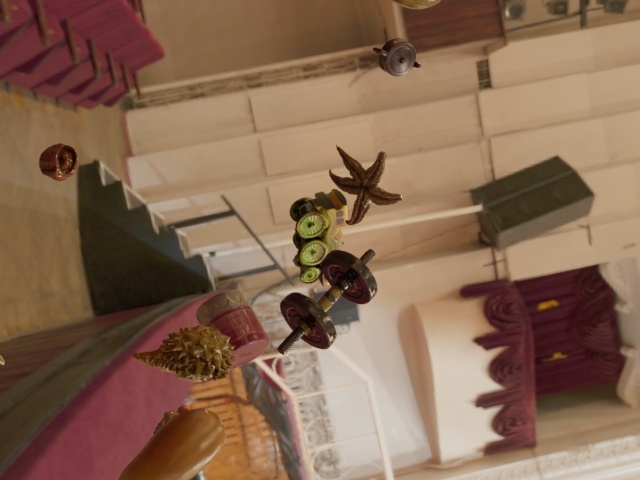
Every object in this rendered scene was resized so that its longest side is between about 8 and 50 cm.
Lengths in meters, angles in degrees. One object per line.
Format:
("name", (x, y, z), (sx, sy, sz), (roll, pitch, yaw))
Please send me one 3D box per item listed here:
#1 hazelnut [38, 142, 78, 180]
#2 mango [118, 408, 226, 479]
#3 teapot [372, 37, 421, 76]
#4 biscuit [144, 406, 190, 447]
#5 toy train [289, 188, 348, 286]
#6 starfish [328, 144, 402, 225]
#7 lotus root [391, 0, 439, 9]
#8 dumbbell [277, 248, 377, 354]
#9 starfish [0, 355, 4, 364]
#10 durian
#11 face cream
("hazelnut", (-0.567, -0.171, 1.347), (0.086, 0.086, 0.086), (169, -90, -85))
("mango", (-0.233, 0.338, 0.983), (0.102, 0.184, 0.084), (23, -45, 48))
("teapot", (0.143, -0.340, 1.155), (0.067, 0.100, 0.045), (-68, -150, 22))
("biscuit", (-0.298, 0.453, 1.022), (0.054, 0.094, 0.378), (82, 32, -57))
("toy train", (0.000, 0.000, 1.709), (0.100, 0.161, 0.296), (-119, -159, -46))
("starfish", (0.104, -0.134, 1.538), (0.227, 0.043, 0.240), (45, -48, 29))
("lotus root", (0.128, -0.479, 1.016), (0.278, 0.154, 0.154), (-112, -169, -45))
("dumbbell", (0.018, 0.127, 1.348), (0.143, 0.325, 0.143), (33, -31, 23))
("starfish", (-0.901, 0.259, 1.543), (0.238, 0.216, 0.071), (-113, -146, -50))
("durian", (-0.291, 0.254, 1.321), (0.078, 0.224, 0.140), (-113, -157, -60))
("face cream", (-0.274, 0.276, 1.930), (0.194, 0.175, 0.175), (59, -12, 23))
